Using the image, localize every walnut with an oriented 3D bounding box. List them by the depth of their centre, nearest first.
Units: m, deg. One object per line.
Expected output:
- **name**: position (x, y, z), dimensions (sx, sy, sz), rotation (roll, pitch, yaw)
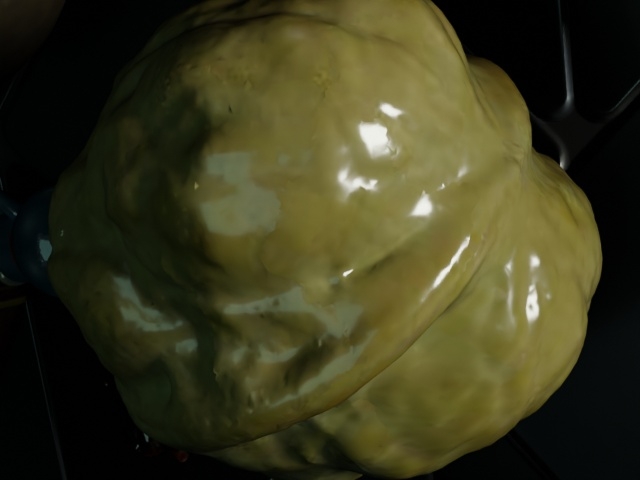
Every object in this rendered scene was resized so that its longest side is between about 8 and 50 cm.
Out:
- **walnut**: position (-0.001, -0.002, 0.745), dimensions (0.276, 0.253, 0.282), rotation (-21, 97, 42)

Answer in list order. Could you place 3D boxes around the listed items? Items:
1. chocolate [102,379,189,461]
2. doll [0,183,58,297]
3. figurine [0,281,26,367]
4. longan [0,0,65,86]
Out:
- **chocolate**: position (-0.078, 0.100, 0.928), dimensions (0.156, 0.133, 0.156), rotation (17, 121, 31)
- **doll**: position (-0.198, 0.001, 1.011), dimensions (0.152, 0.085, 0.114), rotation (-7, 120, 49)
- **figurine**: position (-0.316, 0.086, 1.123), dimensions (0.082, 0.098, 0.154), rotation (37, 124, 14)
- **longan**: position (-0.275, -0.224, 0.874), dimensions (0.243, 0.300, 0.300), rotation (14, 127, -16)
